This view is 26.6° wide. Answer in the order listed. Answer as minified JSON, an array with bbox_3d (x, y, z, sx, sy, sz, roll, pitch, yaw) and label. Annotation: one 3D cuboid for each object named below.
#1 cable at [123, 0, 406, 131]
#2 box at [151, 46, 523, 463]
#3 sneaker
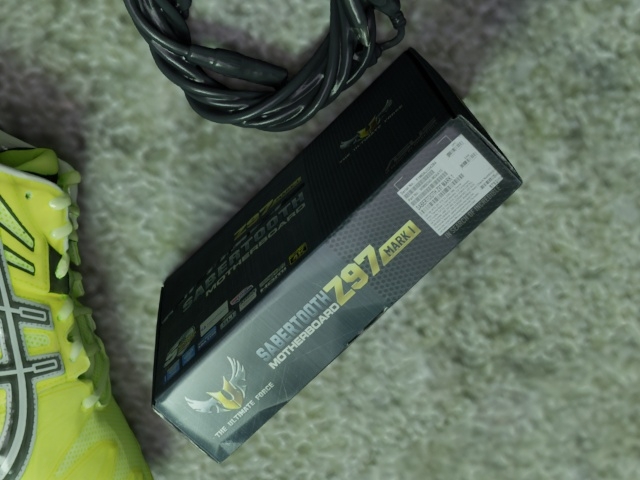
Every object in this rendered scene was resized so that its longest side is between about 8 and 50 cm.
[{"bbox_3d":[-0.045,-0.159,0.818,0.150,0.047,0.184,-31,111,11],"label":"cable"},{"bbox_3d":[0.000,0.000,0.797,0.232,0.183,0.059,-43,106,11],"label":"box"},{"bbox_3d":[-0.195,0.031,0.814,0.147,0.145,0.385,-29,110,6],"label":"sneaker"}]
